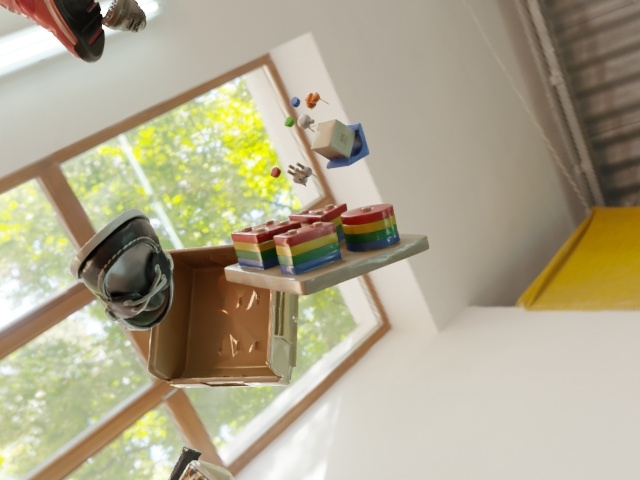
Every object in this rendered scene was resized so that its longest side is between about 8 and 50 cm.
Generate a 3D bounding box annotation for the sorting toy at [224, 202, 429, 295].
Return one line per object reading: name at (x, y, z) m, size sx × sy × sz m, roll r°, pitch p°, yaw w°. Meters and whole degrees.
sorting toy at (0.000, 0.000, 1.217) m, size 0.257 × 0.256 × 0.089 m, roll 4°, pitch -71°, yaw 56°

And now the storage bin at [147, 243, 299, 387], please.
storage bin at (-0.185, 0.149, 1.417) m, size 0.262 × 0.260 × 0.123 m, roll -6°, pitch -20°, yaw 21°

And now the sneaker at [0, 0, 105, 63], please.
sneaker at (-0.516, -0.447, 1.302) m, size 0.136 × 0.116 × 0.313 m, roll -21°, pitch -62°, yaw 30°

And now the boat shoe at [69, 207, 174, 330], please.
boat shoe at (-0.225, 0.046, 0.885) m, size 0.091 × 0.114 × 0.302 m, roll 47°, pitch -13°, yaw 4°

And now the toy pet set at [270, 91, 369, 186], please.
toy pet set at (0.005, -0.130, 0.959) m, size 0.065 × 0.122 × 0.114 m, roll 27°, pitch -19°, yaw -38°

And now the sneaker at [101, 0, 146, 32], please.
sneaker at (-0.341, -0.405, 1.293) m, size 0.071 × 0.188 × 0.066 m, roll 30°, pitch -72°, yaw -24°

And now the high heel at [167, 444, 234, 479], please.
high heel at (-0.245, 0.501, 1.346) m, size 0.093 × 0.186 × 0.261 m, roll 29°, pitch -13°, yaw -22°
